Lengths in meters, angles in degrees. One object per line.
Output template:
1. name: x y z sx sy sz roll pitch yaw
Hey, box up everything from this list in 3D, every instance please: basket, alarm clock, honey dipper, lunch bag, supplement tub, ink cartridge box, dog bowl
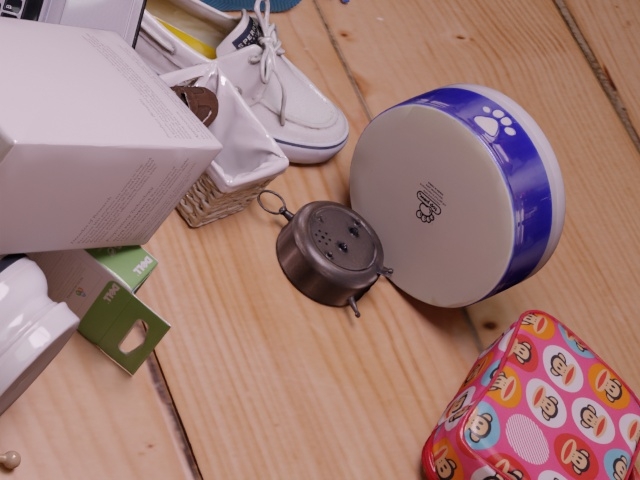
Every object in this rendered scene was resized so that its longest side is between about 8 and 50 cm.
1. basket: -0.140 -0.113 1.992 0.113 0.103 0.167 -23 71 -45
2. alarm clock: 0.000 0.000 2.034 0.192 0.064 0.129 38 42 1
3. honey dipper: -0.366 0.206 1.613 0.160 0.030 0.030 14 48 -32
4. lunch bag: 0.277 0.247 1.982 0.258 0.120 0.293 41 41 -1
5. supplement tub: -0.389 0.047 1.605 0.272 0.191 0.191 42 42 1
6. ink cartridge box: -0.246 0.036 1.783 0.209 0.109 0.062 40 42 -1
7. dog bowl: 0.164 -0.055 2.047 0.104 0.265 0.265 -23 71 -43

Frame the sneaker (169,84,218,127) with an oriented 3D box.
1. sneaker: -0.186 -0.140 1.861 0.188 0.071 0.066 -18 83 -32

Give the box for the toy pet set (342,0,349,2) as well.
1. toy pet set: -0.017 -0.406 2.382 0.114 0.065 0.122 47 28 -52

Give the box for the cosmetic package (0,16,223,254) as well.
1. cosmetic package: -0.282 -0.104 1.606 0.197 0.155 0.365 48 22 18

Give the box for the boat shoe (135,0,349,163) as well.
1. boat shoe: -0.103 -0.236 2.082 0.367 0.156 0.136 29 43 -12

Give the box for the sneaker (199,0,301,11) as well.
1. sneaker: -0.124 -0.368 2.243 0.228 0.087 0.092 3 47 -43

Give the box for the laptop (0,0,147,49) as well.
1. laptop: -0.381 -0.348 1.847 0.407 0.236 0.382 15 60 -9
